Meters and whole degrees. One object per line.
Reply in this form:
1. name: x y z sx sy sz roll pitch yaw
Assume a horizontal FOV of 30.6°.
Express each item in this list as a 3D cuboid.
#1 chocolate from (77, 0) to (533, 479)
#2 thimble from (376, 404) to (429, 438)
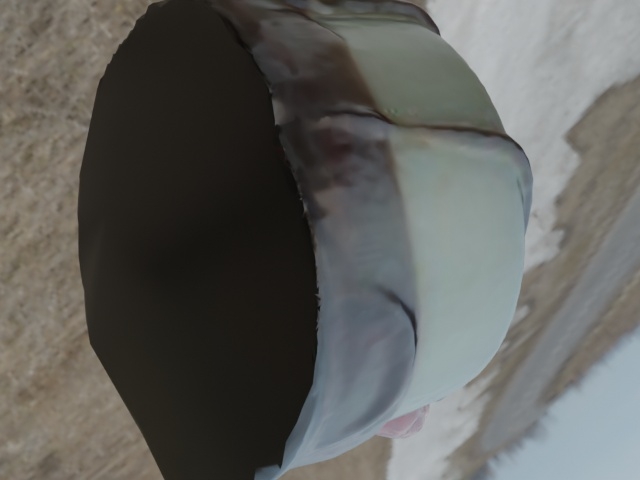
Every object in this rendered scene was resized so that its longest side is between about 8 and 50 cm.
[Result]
1. chocolate: 0.000 0.000 0.661 0.186 0.283 0.283 -3 146 -33
2. thimble: 0.018 0.018 1.146 0.350 0.231 0.350 10 90 -80
